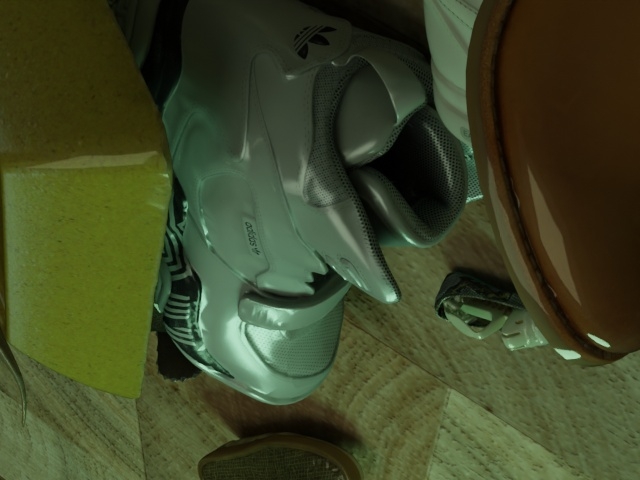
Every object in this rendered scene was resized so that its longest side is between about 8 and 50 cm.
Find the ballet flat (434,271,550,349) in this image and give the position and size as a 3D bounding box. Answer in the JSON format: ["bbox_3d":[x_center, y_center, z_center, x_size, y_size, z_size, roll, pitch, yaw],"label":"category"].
[{"bbox_3d":[0.119,0.051,0.947,0.114,0.041,0.041,15,142,40],"label":"ballet flat"}]

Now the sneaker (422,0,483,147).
[{"bbox_3d":[0.158,-0.087,0.622,0.305,0.114,0.152,15,139,38],"label":"sneaker"}]

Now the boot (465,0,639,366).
[{"bbox_3d":[0.171,-0.090,0.505,0.220,0.283,0.109,4,178,38],"label":"boot"}]

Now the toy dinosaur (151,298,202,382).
[{"bbox_3d":[-0.156,0.003,1.143,0.313,0.121,0.160,36,139,1],"label":"toy dinosaur"}]

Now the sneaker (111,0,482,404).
[{"bbox_3d":[0.000,0.000,0.917,0.210,0.137,0.366,25,145,33],"label":"sneaker"}]

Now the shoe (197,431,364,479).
[{"bbox_3d":[-0.030,0.202,1.343,0.219,0.058,0.077,-9,105,51],"label":"shoe"}]

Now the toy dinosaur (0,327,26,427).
[{"bbox_3d":[-0.356,0.087,1.585,0.211,0.064,0.112,52,164,12],"label":"toy dinosaur"}]

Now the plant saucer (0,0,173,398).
[{"bbox_3d":[-0.200,-0.090,0.940,0.333,0.081,0.333,63,159,23],"label":"plant saucer"}]
